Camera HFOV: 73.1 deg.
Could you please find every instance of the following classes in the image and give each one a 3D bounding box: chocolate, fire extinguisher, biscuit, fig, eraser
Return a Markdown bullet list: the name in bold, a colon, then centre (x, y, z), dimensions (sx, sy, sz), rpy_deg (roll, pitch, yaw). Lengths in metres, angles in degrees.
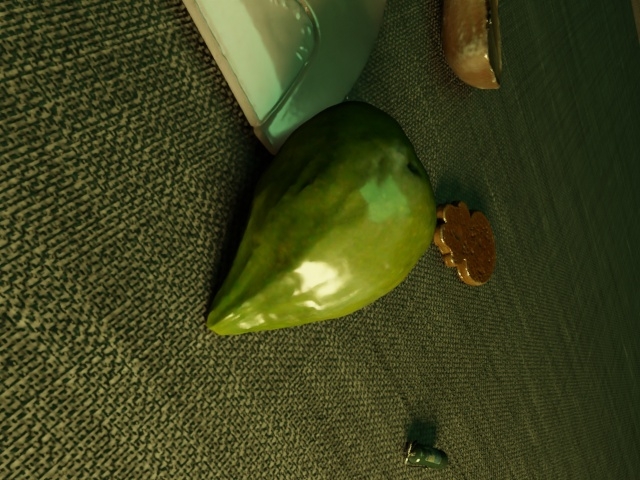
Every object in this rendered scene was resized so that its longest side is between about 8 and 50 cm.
- **chocolate**: centre (0.235, -0.366, 0.683), dimensions (0.161, 0.083, 0.261), rpy_deg (9, 80, -60)
- **fire extinguisher**: centre (0.133, 0.284, 0.566), dimensions (0.083, 0.025, 0.038), rpy_deg (34, 87, -36)
- **biscuit**: centre (0.227, 0.001, 0.679), dimensions (0.175, 0.026, 0.124), rpy_deg (30, 65, -38)
- **fig**: centre (0.014, -0.006, 0.386), dimensions (0.167, 0.167, 0.233), rpy_deg (38, 64, -34)
- **eraser**: centre (-0.018, -0.227, 0.447), dimensions (0.243, 0.059, 0.204), rpy_deg (-41, 113, -34)
